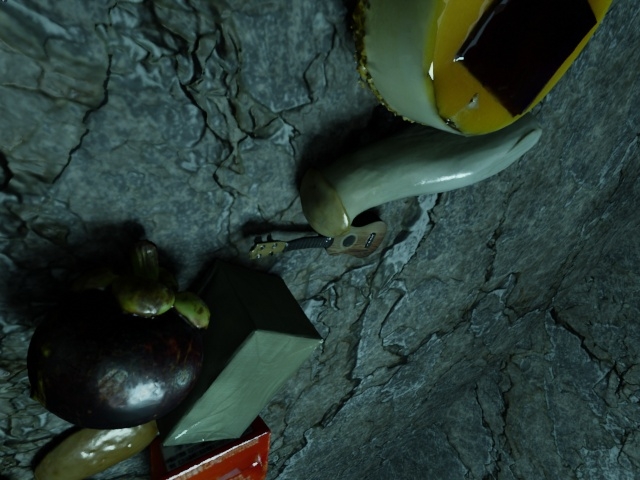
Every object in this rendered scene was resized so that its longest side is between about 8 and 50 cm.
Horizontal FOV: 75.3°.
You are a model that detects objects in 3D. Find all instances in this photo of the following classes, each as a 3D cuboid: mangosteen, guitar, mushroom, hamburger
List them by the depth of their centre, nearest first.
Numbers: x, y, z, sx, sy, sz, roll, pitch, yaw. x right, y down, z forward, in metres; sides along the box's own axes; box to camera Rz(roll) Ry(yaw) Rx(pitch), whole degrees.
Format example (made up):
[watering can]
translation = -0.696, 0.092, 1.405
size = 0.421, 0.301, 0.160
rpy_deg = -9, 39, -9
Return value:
[hamburger]
translation = 0.172, -0.264, 0.460
size = 0.275, 0.179, 0.294
rpy_deg = 11, 123, -40
[mangosteen]
translation = -0.230, 0.107, 0.500
size = 0.192, 0.192, 0.217
rpy_deg = 15, 96, -45
[mushroom]
translation = 0.126, -0.110, 0.588
size = 0.328, 0.159, 0.122
rpy_deg = -26, 104, -11
[guitar]
translation = -0.002, -0.001, 0.673
size = 0.271, 0.038, 0.084
rpy_deg = -5, 129, -38

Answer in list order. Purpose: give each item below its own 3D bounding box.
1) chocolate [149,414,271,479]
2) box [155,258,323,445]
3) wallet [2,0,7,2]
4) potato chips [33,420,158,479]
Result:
[chocolate]
translation = -0.233, 0.472, 0.886
size = 0.237, 0.108, 0.235
rpy_deg = -15, 135, -25
[box]
translation = -0.144, 0.172, 0.639
size = 0.231, 0.149, 0.155
rpy_deg = -50, 140, 12
[wallet]
translation = -0.260, -0.249, 0.251
size = 0.165, 0.030, 0.111
rpy_deg = 25, 104, -49
[potato chips]
translation = -0.377, 0.367, 0.720
size = 0.201, 0.049, 0.150
rpy_deg = -18, 141, -33
